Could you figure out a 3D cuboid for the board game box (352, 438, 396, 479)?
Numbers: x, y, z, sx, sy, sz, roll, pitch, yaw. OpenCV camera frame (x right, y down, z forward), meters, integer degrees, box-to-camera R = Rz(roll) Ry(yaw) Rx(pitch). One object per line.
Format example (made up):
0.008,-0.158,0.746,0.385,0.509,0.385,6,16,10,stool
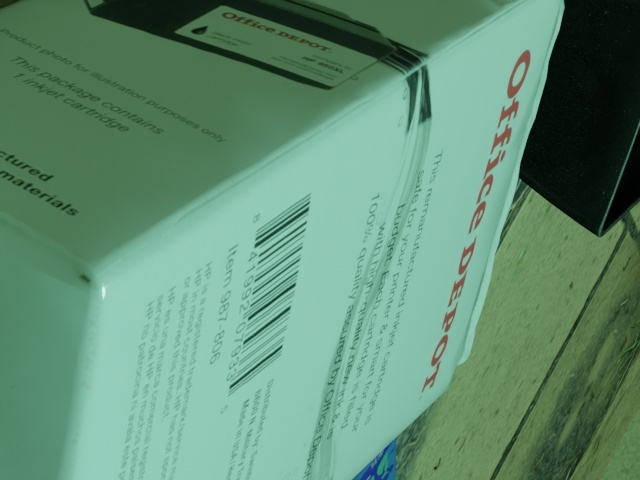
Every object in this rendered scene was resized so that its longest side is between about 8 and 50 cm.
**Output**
0.004,0.260,1.468,0.160,0.047,0.210,-51,158,-28,board game box

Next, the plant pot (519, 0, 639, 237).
0.191,-0.144,1.242,0.187,0.167,0.188,-35,146,-50,plant pot

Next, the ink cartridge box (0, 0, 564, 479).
-0.062,0.019,0.834,0.395,0.166,0.286,-36,147,-49,ink cartridge box
